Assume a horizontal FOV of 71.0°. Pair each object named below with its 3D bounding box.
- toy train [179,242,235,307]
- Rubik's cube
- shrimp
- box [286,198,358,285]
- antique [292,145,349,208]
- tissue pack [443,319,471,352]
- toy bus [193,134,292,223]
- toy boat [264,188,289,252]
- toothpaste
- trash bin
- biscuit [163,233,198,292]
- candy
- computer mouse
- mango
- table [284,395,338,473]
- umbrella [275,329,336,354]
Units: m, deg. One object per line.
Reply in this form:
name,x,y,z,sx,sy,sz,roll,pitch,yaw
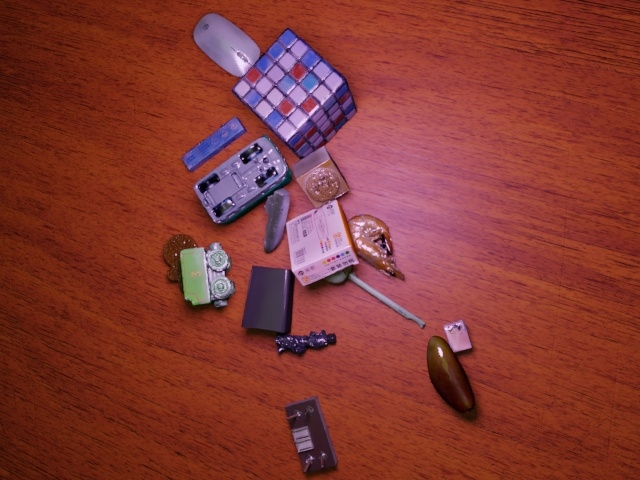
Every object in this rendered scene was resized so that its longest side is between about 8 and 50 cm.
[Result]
toy train,-0.420,0.133,1.669,0.188,0.132,0.243,-8,83,-6
Rubik's cube,-0.079,-0.492,1.573,0.293,0.292,0.287,-45,78,4
shrimp,0.207,0.016,1.602,0.287,0.063,0.152,41,84,13
box,0.000,0.000,1.554,0.220,0.091,0.274,-23,40,12
antique,0.002,-0.218,1.588,0.146,0.148,0.152,-31,122,8
tissue pack,0.465,0.326,1.523,0.074,0.059,0.094,-19,83,9
toy bus,-0.266,-0.211,1.642,0.343,0.199,0.183,-33,83,8
toy boat,-0.172,-0.068,1.644,0.085,0.078,0.260,24,119,18
toothpaste,-0.417,-0.377,1.762,0.272,0.053,0.066,-35,85,8
trash bin,-0.184,0.211,1.645,0.165,0.115,0.225,5,86,12
biscuit,-0.527,0.086,1.761,0.180,0.039,0.236,-26,81,2
candy,0.180,0.173,1.586,0.440,0.119,0.119,32,94,5
computer mouse,-0.373,-0.771,1.754,0.288,0.097,0.159,41,93,12
mango,0.421,0.447,1.489,0.111,0.133,0.267,-23,84,-8
table,-0.041,0.695,1.584,0.121,0.111,0.240,-21,83,11
umbrella,-0.053,0.372,1.632,0.224,0.071,0.080,-7,124,6
